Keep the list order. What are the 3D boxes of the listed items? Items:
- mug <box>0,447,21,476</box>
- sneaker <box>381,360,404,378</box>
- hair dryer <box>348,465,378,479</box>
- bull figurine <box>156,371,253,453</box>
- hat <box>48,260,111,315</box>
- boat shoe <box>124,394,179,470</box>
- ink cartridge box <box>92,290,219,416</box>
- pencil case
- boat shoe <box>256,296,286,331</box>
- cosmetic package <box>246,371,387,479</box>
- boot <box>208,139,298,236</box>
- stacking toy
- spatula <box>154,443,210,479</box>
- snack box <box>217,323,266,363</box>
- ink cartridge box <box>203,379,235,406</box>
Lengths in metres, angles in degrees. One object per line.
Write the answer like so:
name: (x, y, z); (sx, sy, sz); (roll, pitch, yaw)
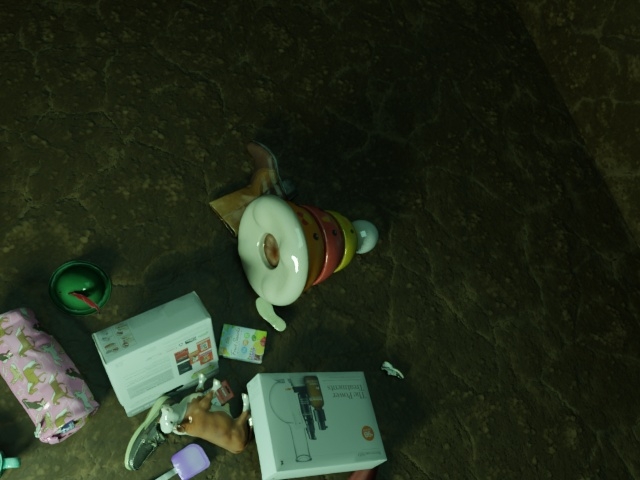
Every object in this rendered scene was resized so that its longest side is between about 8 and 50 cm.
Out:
mug: (-0.890, 0.600, 1.641); (0.157, 0.097, 0.130); (32, 64, -4)
sneaker: (0.238, 0.439, 2.073); (0.083, 0.032, 0.037); (37, 78, 5)
hair dryer: (0.161, 0.798, 1.906); (0.223, 0.080, 0.294); (4, 74, -32)
bull figurine: (-0.321, 0.503, 1.804); (0.310, 0.101, 0.189); (36, 70, -30)
hat: (-0.701, 0.122, 1.827); (0.208, 0.183, 0.173); (25, 65, -6)
boat shoe: (-0.476, 0.553, 1.780); (0.073, 0.080, 0.224); (11, 58, 27)
ink cartridge box: (-0.468, 0.335, 1.821); (0.309, 0.272, 0.130); (-23, 47, -23)
pencil case: (-0.786, 0.369, 1.728); (0.160, 0.167, 0.386); (-39, 83, 11)
boat shoe: (-0.161, 0.240, 2.022); (0.049, 0.042, 0.133); (-42, 86, -5)
cosmetic package: (-0.011, 0.537, 1.839); (0.376, 0.097, 0.285); (6, 55, -31)
boot: (-0.260, -0.185, 2.145); (0.280, 0.096, 0.264); (-33, 89, -17)
stacking toy: (0.000, 0.000, 2.058); (0.479, 0.350, 0.351); (-12, 73, -38)
spatula: (-0.462, 0.686, 1.771); (0.296, 0.030, 0.084); (-28, 79, -23)
snack box: (-0.247, 0.327, 1.964); (0.141, 0.037, 0.100); (13, 66, -11)
ink cartridge box: (-0.322, 0.477, 1.891); (0.115, 0.029, 0.063); (-29, 81, -23)
